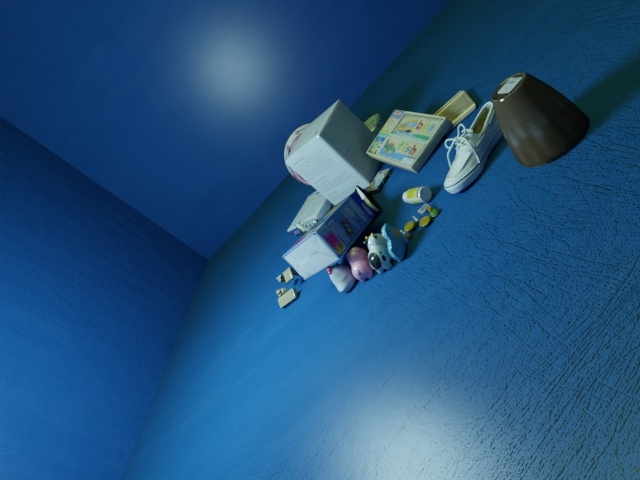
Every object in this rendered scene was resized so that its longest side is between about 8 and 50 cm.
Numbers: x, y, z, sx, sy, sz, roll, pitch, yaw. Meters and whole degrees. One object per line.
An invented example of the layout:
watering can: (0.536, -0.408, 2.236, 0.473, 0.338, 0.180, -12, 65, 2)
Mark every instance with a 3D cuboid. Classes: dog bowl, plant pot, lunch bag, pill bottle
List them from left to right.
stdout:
dog bowl: (-0.025, -0.526, 2.549, 0.408, 0.408, 0.150, -46, 21, 14)
lunch bag: (0.285, -0.638, 2.520, 0.279, 0.108, 0.224, -34, 30, 41)
pill bottle: (0.379, -0.177, 1.600, 0.065, 0.065, 0.116, -57, 22, -15)
plant pot: (0.618, -0.374, 1.191, 0.215, 0.230, 0.215, -43, 21, 21)

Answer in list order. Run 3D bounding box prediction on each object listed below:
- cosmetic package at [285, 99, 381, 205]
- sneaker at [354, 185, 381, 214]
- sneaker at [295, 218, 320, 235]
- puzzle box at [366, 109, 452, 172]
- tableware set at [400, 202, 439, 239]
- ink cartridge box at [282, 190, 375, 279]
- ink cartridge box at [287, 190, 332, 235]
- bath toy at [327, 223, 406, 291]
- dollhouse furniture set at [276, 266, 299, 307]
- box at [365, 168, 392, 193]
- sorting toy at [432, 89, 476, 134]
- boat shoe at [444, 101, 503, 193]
cosmetic package: (0.091, -0.476, 2.243, 0.329, 0.393, 0.327, -24, 34, 50)
sneaker: (0.190, -0.171, 1.943, 0.124, 0.107, 0.283, -52, 19, 16)
sneaker: (-0.043, -0.069, 2.291, 0.122, 0.110, 0.283, -43, 26, -12)
puzzle box: (0.408, -0.487, 1.938, 0.272, 0.052, 0.409, -55, 32, 3)
tableware set: (0.370, -0.067, 1.499, 0.154, 0.024, 0.104, -48, 24, 6)
ink cartridge box: (0.055, -0.038, 1.730, 0.270, 0.151, 0.395, -35, 7, 48)
ink cartridge box: (-0.032, -0.202, 2.509, 0.324, 0.071, 0.330, -24, 30, 51)
bath toy: (0.159, 0.072, 1.554, 0.348, 0.129, 0.151, -37, 25, 35)
dollhouse furniture set: (-0.134, 0.240, 2.031, 0.144, 0.123, 0.151, -39, 58, 30)
box: (0.294, -0.296, 2.034, 0.137, 0.027, 0.094, -57, 22, -15)
sorting toy: (0.608, -0.580, 1.851, 0.193, 0.038, 0.208, -40, 28, 27)
boat shoe: (0.529, -0.348, 1.441, 0.367, 0.156, 0.136, -53, 20, -6)
